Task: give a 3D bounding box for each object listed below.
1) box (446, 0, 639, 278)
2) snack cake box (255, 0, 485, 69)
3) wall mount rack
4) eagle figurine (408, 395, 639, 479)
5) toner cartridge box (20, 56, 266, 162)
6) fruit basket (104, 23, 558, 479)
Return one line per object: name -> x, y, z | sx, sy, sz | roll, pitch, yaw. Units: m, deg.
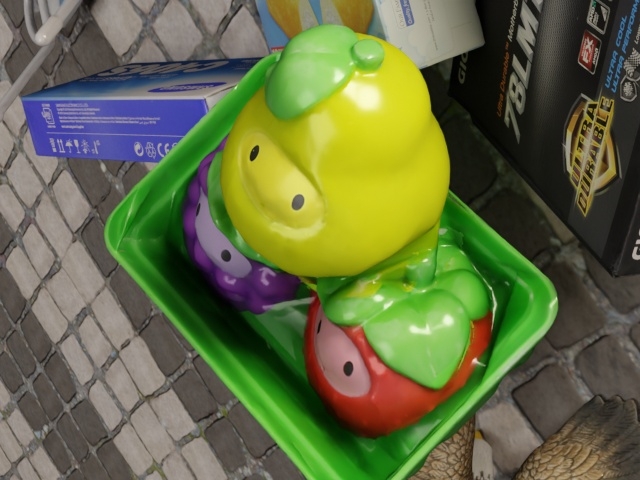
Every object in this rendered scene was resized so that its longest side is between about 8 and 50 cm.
box -> 0.198, -0.174, 0.865 | 0.293, 0.073, 0.295 | -123, 32, -49
snack cake box -> 0.025, -0.226, 1.039 | 0.264, 0.089, 0.152 | 16, 126, 66
wall mount rack -> -0.323, -0.301, 1.368 | 0.350, 0.131, 0.304 | -39, 60, 51
eagle figurine -> 0.156, 0.258, 1.163 | 0.298, 0.226, 0.225 | 104, 146, -46
toner cartridge box -> -0.165, -0.145, 1.302 | 0.348, 0.165, 0.075 | 7, 116, 46
fruit basket -> 0.000, 0.000, 0.966 | 0.392, 0.283, 0.392 | 44, -179, -1
